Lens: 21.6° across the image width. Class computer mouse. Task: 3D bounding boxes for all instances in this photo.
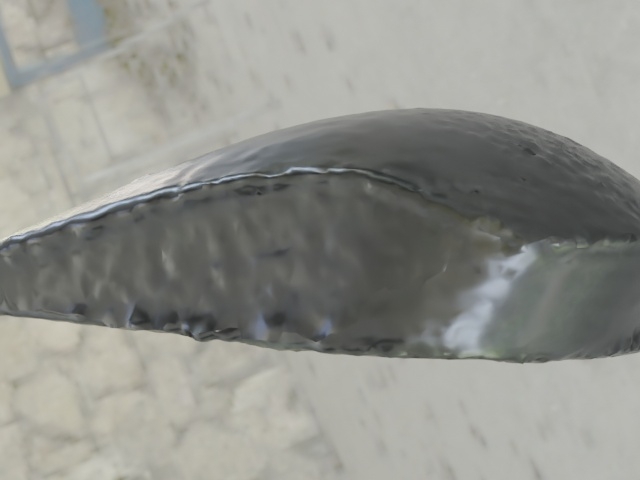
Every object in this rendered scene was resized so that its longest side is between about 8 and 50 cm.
[{"bbox_3d":[0.001,-0.005,0.635,0.168,0.295,0.087,-2,-87,-61],"label":"computer mouse"}]
